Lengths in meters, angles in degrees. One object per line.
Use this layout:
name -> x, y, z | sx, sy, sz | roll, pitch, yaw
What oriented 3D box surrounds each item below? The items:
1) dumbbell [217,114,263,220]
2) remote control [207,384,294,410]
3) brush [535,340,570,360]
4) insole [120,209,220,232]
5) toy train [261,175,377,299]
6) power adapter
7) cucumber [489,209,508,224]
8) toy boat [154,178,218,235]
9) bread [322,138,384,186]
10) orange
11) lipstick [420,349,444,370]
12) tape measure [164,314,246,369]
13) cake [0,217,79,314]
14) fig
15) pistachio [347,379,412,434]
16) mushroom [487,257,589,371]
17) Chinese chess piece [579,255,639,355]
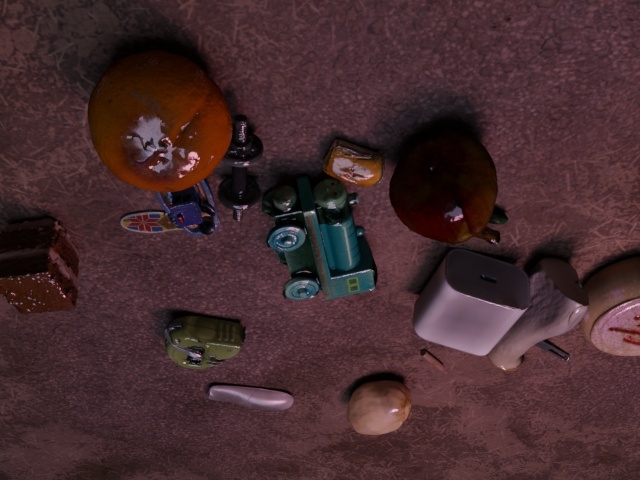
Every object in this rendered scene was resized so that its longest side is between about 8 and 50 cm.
dumbbell -> -0.142, -0.120, 1.348 | 0.082, 0.081, 0.254 | 3, 141, -6
remote control -> -0.183, 0.421, 2.047 | 0.229, 0.044, 0.073 | 9, 143, -13
brush -> 0.527, 0.244, 1.873 | 0.062, 0.027, 0.266 | -32, 136, 32
insole -> -0.293, -0.036, 1.506 | 0.194, 0.006, 0.065 | 1, 141, -2
toy train -> 0.000, 0.000, 1.481 | 0.194, 0.120, 0.298 | -12, 140, 1
power adapter -> 0.306, 0.150, 1.654 | 0.187, 0.124, 0.255 | 18, 139, -5
cucumber -> 0.279, -0.060, 1.473 | 0.184, 0.036, 0.033 | 16, 164, -22
toy boat -> -0.248, -0.081, 1.381 | 0.100, 0.097, 0.223 | -12, 141, 8
bread -> 0.060, -0.131, 1.364 | 0.106, 0.053, 0.072 | 19, 134, -15
orange -> -0.244, -0.176, 1.188 | 0.224, 0.170, 0.224 | -5, 126, -6
lipstick -> 0.279, 0.299, 1.931 | 0.019, 0.019, 0.094 | -26, 135, 27
tape measure -> -0.279, 0.237, 1.783 | 0.178, 0.087, 0.154 | 15, 139, -16
cake -> -0.541, 0.047, 1.489 | 0.135, 0.147, 0.135 | -5, 141, 6
fig -> 0.259, -0.060, 1.350 | 0.290, 0.190, 0.191 | 34, 130, -25
pistachio -> 0.153, 0.429, 2.022 | 0.145, 0.117, 0.200 | 53, 134, -2
mushroom -> 0.451, 0.175, 1.663 | 0.122, 0.159, 0.328 | 25, 134, -2
Chinese chess piece -> 0.697, 0.143, 1.682 | 0.270, 0.112, 0.270 | -2, 141, -2
